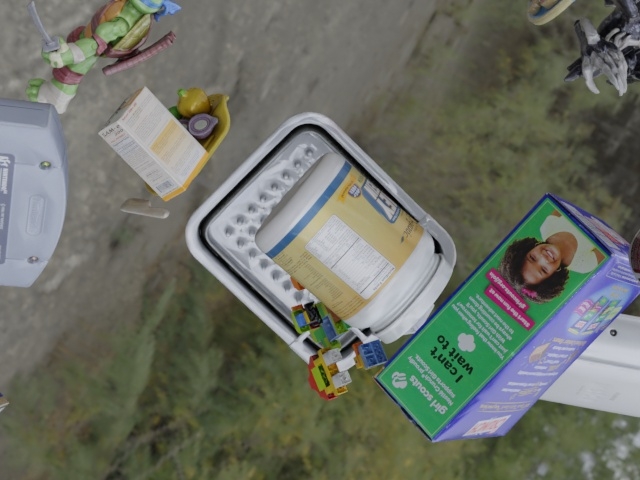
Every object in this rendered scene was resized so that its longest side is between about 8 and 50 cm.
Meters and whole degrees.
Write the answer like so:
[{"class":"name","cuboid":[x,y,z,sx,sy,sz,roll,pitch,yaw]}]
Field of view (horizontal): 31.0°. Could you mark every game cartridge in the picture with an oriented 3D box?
[{"class":"game cartridge","cuboid":[-0.384,-0.053,1.294,0.294,0.196,0.060,114,-20,-49]}]

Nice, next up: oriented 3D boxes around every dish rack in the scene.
[{"class":"dish rack","cuboid":[0.000,0.000,1.697,0.285,0.333,0.072,-44,-167,10]}]

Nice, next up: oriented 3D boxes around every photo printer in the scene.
[{"class":"photo printer","cuboid":[0.463,0.199,1.857,0.256,0.308,0.107,93,8,-67]}]

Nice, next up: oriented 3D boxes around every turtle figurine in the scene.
[{"class":"turtle figurine","cuboid":[-0.373,-0.330,1.709,0.275,0.197,0.266,0,151,-41]}]

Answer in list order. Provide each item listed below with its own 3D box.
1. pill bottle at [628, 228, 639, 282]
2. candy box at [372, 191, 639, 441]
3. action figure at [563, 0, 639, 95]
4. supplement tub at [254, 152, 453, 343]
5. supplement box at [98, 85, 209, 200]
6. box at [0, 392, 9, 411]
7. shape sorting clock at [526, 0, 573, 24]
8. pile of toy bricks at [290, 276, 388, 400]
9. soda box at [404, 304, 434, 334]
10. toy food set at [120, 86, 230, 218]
[{"class":"pill bottle","cuboid":[0.369,0.017,1.187,0.086,0.086,0.152,-60,-179,0]},{"class":"candy box","cuboid":[0.256,0.107,1.466,0.317,0.122,0.268,-50,155,13]},{"class":"action figure","cuboid":[0.326,-0.212,1.155,0.164,0.140,0.275,-21,150,4]},{"class":"supplement tub","cuboid":[0.040,0.011,1.340,0.144,0.200,0.144,-49,-173,8]},{"class":"supplement box","cuboid":[-0.167,-0.097,1.161,0.036,0.098,0.062,-24,-154,41]},{"class":"box","cuboid":[-0.569,0.198,1.662,0.136,0.225,0.036,-44,174,11]},{"class":"shape sorting clock","cuboid":[0.228,-0.270,0.948,0.206,0.040,0.206,-62,-170,19]},{"class":"pile of toy bricks","cuboid":[0.006,0.102,1.532,0.118,0.212,0.105,-14,165,-31]},{"class":"soda box","cuboid":[0.085,0.123,1.990,0.216,0.074,0.069,-14,-149,43]},{"class":"toy food set","cuboid":[-0.216,-0.137,1.631,0.128,0.071,0.217,20,-107,50]}]
